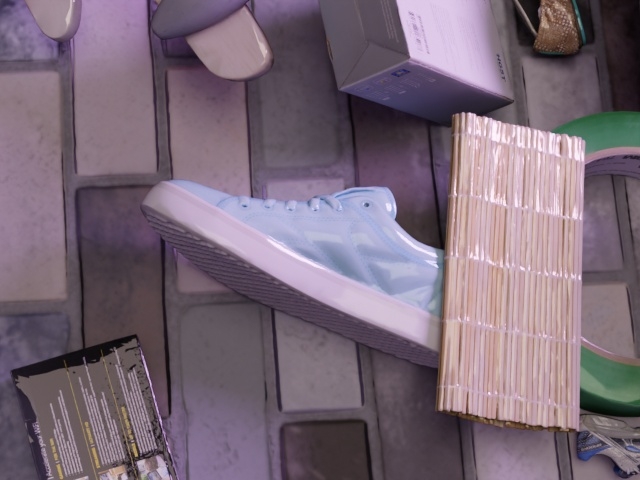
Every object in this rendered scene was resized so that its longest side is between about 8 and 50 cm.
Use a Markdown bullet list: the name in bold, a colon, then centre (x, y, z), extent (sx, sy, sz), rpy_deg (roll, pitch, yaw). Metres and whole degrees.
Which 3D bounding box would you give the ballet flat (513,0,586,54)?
- **ballet flat**: centre (0.243, -0.303, 1.634), extent (0.067, 0.073, 0.206), rpy_deg (-13, 72, 5)

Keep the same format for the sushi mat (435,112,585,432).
- **sushi mat**: centre (0.196, 0.032, 1.468), extent (0.151, 0.019, 0.316), rpy_deg (9, 73, -17)

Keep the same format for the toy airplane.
- **toy airplane**: centre (-0.189, -0.384, 1.501), extent (0.386, 0.272, 0.384), rpy_deg (16, 74, -2)

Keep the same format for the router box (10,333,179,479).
- **router box**: centre (-0.223, 0.197, 1.453), extent (0.133, 0.046, 0.179), rpy_deg (-15, 76, -10)

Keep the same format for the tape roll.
- **tape roll**: centre (0.328, 0.024, 1.546), extent (0.321, 0.077, 0.321), rpy_deg (2, 75, -6)

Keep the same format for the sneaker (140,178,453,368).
- **sneaker**: centre (0.000, 0.000, 1.495), extent (0.366, 0.135, 0.150), rpy_deg (26, 72, -10)

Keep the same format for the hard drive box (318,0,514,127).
- **hard drive box**: centre (0.097, -0.231, 1.511), extent (0.089, 0.232, 0.181), rpy_deg (-21, 73, 31)

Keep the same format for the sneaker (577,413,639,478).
- **sneaker**: centre (0.329, 0.221, 1.510), extent (0.135, 0.052, 0.058), rpy_deg (13, 83, 5)
